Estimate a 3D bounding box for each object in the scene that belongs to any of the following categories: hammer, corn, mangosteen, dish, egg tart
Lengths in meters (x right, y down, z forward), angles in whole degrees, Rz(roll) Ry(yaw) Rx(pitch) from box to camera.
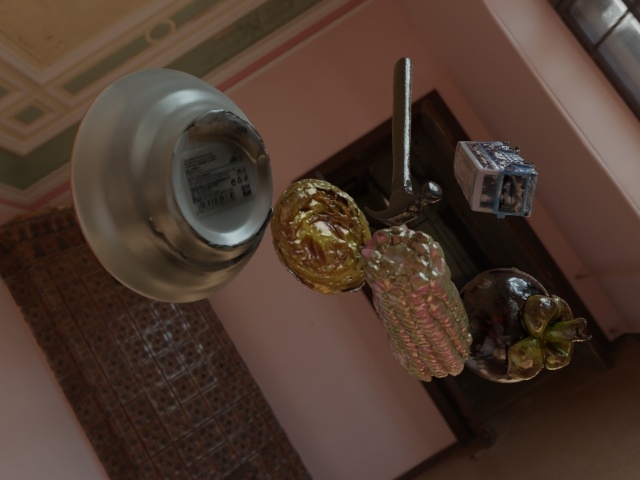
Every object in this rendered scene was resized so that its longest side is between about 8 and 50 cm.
[{"bbox_3d":[0.168,-0.217,1.112,0.044,0.440,0.168,29,-40,-28],"label":"hammer"},{"bbox_3d":[0.133,0.090,0.741,0.126,0.127,0.335,-32,-37,-3],"label":"corn"},{"bbox_3d":[0.327,0.140,0.906,0.192,0.192,0.217,-27,10,-35],"label":"mangosteen"},{"bbox_3d":[-0.124,-0.061,0.593,0.085,0.260,0.260,-2,13,38],"label":"dish"},{"bbox_3d":[0.000,0.000,1.313,0.297,0.297,0.132,-26,-2,-37],"label":"egg tart"}]

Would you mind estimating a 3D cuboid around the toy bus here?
[{"bbox_3d":[0.373,-0.143,1.194,0.130,0.106,0.297,4,22,5],"label":"toy bus"}]
